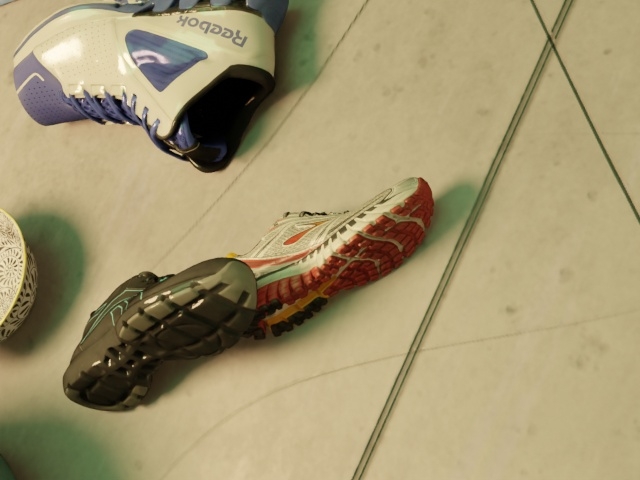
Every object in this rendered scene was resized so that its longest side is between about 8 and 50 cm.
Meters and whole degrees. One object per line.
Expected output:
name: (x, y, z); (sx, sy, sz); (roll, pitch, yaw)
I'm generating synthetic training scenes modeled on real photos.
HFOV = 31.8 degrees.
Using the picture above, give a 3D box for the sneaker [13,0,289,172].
sneaker: (-0.177, -0.156, 1.165); (0.315, 0.127, 0.182); (-15, 63, 19)

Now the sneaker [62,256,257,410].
sneaker: (-0.158, 0.067, 1.057); (0.267, 0.101, 0.106); (-32, 42, 37)

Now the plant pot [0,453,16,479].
plant pot: (-0.419, 0.278, 1.054); (0.293, 0.235, 0.293); (-9, 67, 22)

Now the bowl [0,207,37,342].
bowl: (-0.360, 0.052, 1.203); (0.170, 0.080, 0.170); (-9, 68, 23)

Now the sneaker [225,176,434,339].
sneaker: (0.000, 0.000, 1.041); (0.225, 0.088, 0.093); (-29, 59, 13)

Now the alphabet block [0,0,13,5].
alphabet block: (-0.379, -0.425, 1.330); (0.192, 0.193, 0.197); (-12, 66, 20)
